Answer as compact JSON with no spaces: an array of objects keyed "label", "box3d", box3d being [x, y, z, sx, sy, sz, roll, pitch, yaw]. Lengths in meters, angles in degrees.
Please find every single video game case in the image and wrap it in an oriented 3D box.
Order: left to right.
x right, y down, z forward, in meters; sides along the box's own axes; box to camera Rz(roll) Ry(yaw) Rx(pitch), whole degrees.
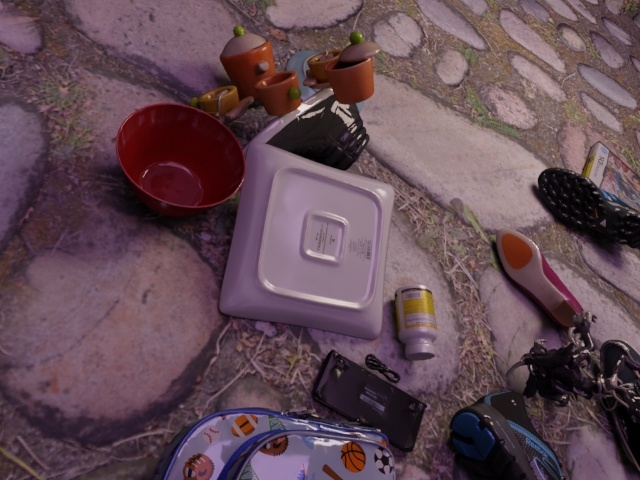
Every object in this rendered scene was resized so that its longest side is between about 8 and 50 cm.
[{"label":"video game case","box3d":[0.848,-0.123,1.368,0.275,0.035,0.248,41,51,-1]}]

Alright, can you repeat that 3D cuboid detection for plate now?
[{"label":"plate","box3d":[0.000,0.000,0.776,0.278,0.045,0.277,14,73,-23]},{"label":"plate","box3d":[0.017,-0.341,1.045,0.188,0.024,0.188,13,58,-22]}]

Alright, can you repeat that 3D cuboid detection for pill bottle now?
[{"label":"pill bottle","box3d":[0.160,0.137,0.819,0.065,0.065,0.116,13,58,-22]}]

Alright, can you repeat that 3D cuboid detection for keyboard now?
[{"label":"keyboard","box3d":[0.080,0.233,0.748,0.180,0.023,0.108,33,58,-9]}]

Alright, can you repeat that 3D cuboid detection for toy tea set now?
[{"label":"toy tea set","box3d":[-0.058,-0.295,0.809,0.200,0.336,0.124,-64,145,-48]}]

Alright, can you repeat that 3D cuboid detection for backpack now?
[{"label":"backpack","box3d":[-0.056,0.304,0.524,0.263,0.213,0.276,14,58,-12]}]

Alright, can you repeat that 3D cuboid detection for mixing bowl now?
[{"label":"mixing bowl","box3d":[-0.213,-0.103,0.732,0.181,0.098,0.181,13,58,-22]}]

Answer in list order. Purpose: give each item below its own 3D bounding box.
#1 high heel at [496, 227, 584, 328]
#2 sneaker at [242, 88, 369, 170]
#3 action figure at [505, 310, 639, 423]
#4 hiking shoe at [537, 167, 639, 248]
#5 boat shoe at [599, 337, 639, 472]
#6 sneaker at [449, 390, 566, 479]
[{"label":"high heel","box3d":[0.461,0.078,1.030,0.244,0.082,0.117,54,19,25]},{"label":"sneaker","box3d":[-0.022,-0.163,0.871,0.296,0.104,0.147,-40,105,-26]},{"label":"action figure","box3d":[0.461,0.224,0.867,0.276,0.164,0.141,16,35,-3]},{"label":"hiking shoe","box3d":[0.669,-0.086,1.224,0.304,0.113,0.132,33,22,-1]},{"label":"boat shoe","box3d":[0.595,0.315,0.941,0.079,0.095,0.254,9,67,-37]},{"label":"sneaker","box3d":[0.337,0.391,0.732,0.139,0.125,0.341,-13,72,-39]}]
